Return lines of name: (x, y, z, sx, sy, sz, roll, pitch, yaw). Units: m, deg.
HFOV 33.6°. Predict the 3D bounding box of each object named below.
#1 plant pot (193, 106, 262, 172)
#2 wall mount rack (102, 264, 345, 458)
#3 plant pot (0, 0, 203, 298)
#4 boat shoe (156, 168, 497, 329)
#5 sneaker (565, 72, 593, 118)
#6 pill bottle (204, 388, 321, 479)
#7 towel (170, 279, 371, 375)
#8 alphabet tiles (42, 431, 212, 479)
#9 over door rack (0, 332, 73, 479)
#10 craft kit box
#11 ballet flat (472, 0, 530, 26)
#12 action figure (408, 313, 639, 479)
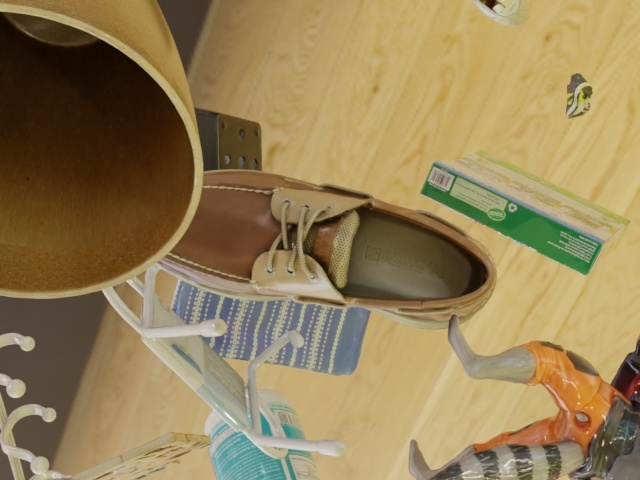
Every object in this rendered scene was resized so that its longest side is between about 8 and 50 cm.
plant pot: (-0.185, -0.107, 1.533, 0.167, 0.187, 0.188, -1, 88, 26)
wall mount rack: (-0.106, 0.135, 1.251, 0.130, 0.304, 0.350, -39, 113, 8)
plant pot: (-0.204, -0.130, 0.772, 0.237, 0.237, 0.254, -50, 30, 32)
boat shoe: (0.000, 0.000, 0.916, 0.324, 0.116, 0.123, 8, 82, -5)
sneaker: (0.349, -0.196, 1.435, 0.083, 0.031, 0.035, 92, 163, -64)
pill bottle: (-0.073, 0.358, 1.538, 0.146, 0.146, 0.264, -53, 41, 31)
towel: (-0.046, 0.062, 1.483, 0.040, 0.336, 0.243, 22, 96, 50)
alphabet tiles: (-0.201, 0.194, 0.788, 0.237, 0.198, 0.009, -24, 76, 2)
over door rack: (-0.385, 0.288, 1.234, 0.108, 0.324, 0.239, -2, 115, 14)
craft kit box: (0.292, -0.046, 1.481, 0.250, 0.247, 0.061, 28, 111, 18)
ballet flat: (0.257, -0.377, 1.621, 0.168, 0.052, 0.057, 27, 98, -18)
action figure: (0.249, 0.220, 0.965, 0.330, 0.178, 0.341, 10, 118, -1)
